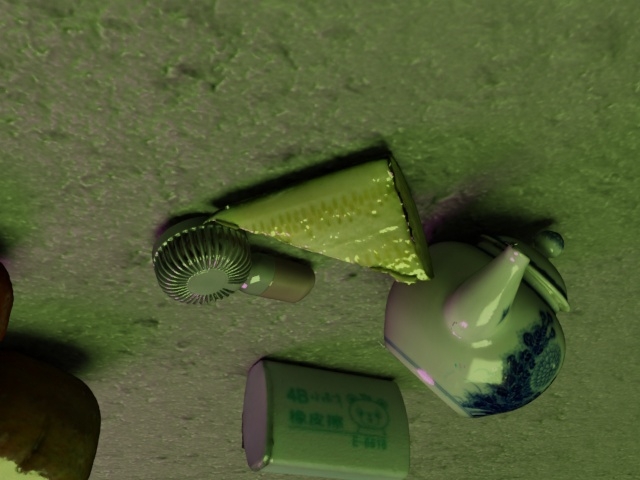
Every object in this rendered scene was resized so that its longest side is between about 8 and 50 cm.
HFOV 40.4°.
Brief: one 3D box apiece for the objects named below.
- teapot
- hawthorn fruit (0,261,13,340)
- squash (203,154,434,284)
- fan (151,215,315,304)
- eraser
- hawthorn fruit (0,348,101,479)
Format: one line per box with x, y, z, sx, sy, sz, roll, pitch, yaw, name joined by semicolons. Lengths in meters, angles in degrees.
0.234;0.093;1.199;0.280;0.252;0.424;-47;163;-3;teapot
-0.494;0.090;1.120;0.179;0.179;0.200;16;150;-29;hawthorn fruit
0.000;0.000;1.110;0.252;0.169;0.093;-17;-170;16;squash
-0.113;0.040;1.195;0.244;0.074;0.130;16;130;-38;fan
0.011;0.322;1.529;0.290;0.189;0.104;13;139;-27;eraser
-0.508;0.300;1.352;0.301;0.267;0.268;34;131;-29;hawthorn fruit
